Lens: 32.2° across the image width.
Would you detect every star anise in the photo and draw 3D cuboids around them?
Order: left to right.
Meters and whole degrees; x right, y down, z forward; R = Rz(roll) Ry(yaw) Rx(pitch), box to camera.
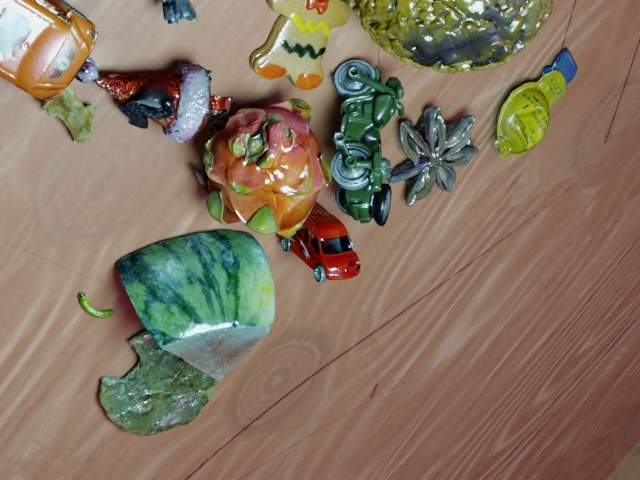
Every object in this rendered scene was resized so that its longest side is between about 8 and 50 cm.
[{"bbox_3d":[0.221,-0.167,2.113,0.197,0.073,0.212,-9,127,-25],"label":"star anise"}]

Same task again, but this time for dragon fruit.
[{"bbox_3d":[-0.096,-0.123,1.837,0.224,0.224,0.227,-30,137,-14],"label":"dragon fruit"}]

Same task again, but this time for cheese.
[{"bbox_3d":[0.425,-0.266,2.192,0.250,0.064,0.156,-49,135,-9],"label":"cheese"}]

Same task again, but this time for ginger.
[{"bbox_3d":[-0.386,-0.200,1.700,0.057,0.044,0.137,-64,145,-23],"label":"ginger"}]

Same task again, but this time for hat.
[{"bbox_3d":[-0.268,-0.229,1.714,0.227,0.140,0.129,14,101,-26],"label":"hat"}]

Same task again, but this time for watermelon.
[{"bbox_3d":[-0.222,0.114,1.948,0.262,0.213,0.201,-6,139,-25],"label":"watermelon"}]

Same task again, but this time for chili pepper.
[{"bbox_3d":[-0.391,0.115,1.924,0.030,0.017,0.083,-45,133,-2],"label":"chili pepper"}]

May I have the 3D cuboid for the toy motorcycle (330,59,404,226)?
[{"bbox_3d":[0.083,-0.164,1.944,0.127,0.275,0.205,2,161,7],"label":"toy motorcycle"}]

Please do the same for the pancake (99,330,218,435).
[{"bbox_3d":[-0.294,0.262,2.078,0.254,0.037,0.253,-18,129,-23],"label":"pancake"}]

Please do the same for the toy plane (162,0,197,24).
[{"bbox_3d":[-0.265,-0.398,1.608,0.204,0.103,0.316,-18,141,20],"label":"toy plane"}]

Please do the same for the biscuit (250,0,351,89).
[{"bbox_3d":[-0.020,-0.372,1.836,0.165,0.036,0.250,7,115,-38],"label":"biscuit"}]

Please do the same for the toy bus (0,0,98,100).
[{"bbox_3d":[-0.450,-0.305,1.496,0.329,0.153,0.143,32,97,-38],"label":"toy bus"}]

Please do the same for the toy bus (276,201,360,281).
[{"bbox_3d":[0.000,0.000,1.990,0.081,0.195,0.089,-8,120,-30],"label":"toy bus"}]

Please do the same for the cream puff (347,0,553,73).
[{"bbox_3d":[0.205,-0.398,1.767,0.343,0.327,0.231,16,65,-30],"label":"cream puff"}]
